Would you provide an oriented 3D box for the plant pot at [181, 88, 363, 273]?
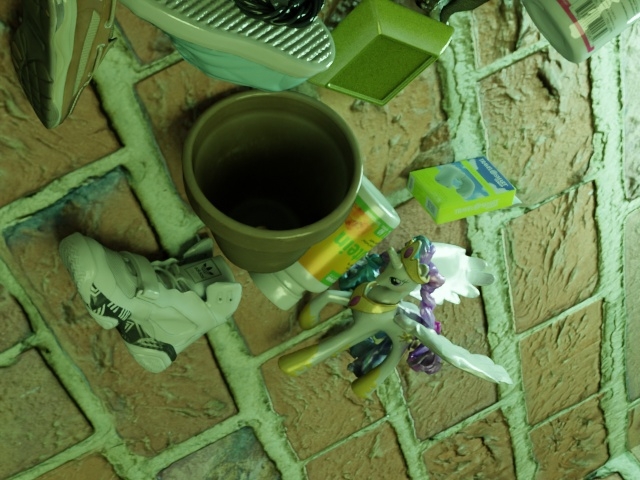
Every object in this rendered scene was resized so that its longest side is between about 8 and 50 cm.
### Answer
[{"bbox_3d":[-0.082,-0.062,1.823,0.263,0.263,0.229,-19,155,-19],"label":"plant pot"}]

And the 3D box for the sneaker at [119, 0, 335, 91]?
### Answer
[{"bbox_3d":[-0.163,-0.283,1.615,0.366,0.135,0.150,24,143,-31],"label":"sneaker"}]

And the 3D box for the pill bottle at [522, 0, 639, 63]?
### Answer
[{"bbox_3d":[0.468,-0.422,1.884,0.283,0.160,0.160,-36,141,2],"label":"pill bottle"}]

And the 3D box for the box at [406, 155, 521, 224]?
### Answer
[{"bbox_3d":[0.255,-0.091,2.107,0.178,0.109,0.042,-14,134,-24],"label":"box"}]

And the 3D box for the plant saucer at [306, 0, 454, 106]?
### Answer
[{"bbox_3d":[0.086,-0.272,1.816,0.188,0.045,0.188,12,139,-42],"label":"plant saucer"}]

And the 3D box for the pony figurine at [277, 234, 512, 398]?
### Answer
[{"bbox_3d":[0.150,0.145,2.182,0.351,0.302,0.363,23,130,-37],"label":"pony figurine"}]

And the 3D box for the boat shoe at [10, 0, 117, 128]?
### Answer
[{"bbox_3d":[-0.309,-0.249,1.505,0.116,0.123,0.324,-24,165,-26],"label":"boat shoe"}]

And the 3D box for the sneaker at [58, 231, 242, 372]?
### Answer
[{"bbox_3d":[-0.256,0.060,1.889,0.210,0.137,0.366,-33,146,-3],"label":"sneaker"}]

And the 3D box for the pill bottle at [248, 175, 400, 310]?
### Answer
[{"bbox_3d":[0.000,0.000,1.999,0.246,0.136,0.136,-42,140,9],"label":"pill bottle"}]

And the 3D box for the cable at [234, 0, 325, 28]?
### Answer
[{"bbox_3d":[-0.052,-0.355,1.609,0.185,0.150,0.047,3,158,-42],"label":"cable"}]

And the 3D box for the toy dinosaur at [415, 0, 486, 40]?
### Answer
[{"bbox_3d":[0.220,-0.403,1.764,0.160,0.121,0.313,-14,134,-4],"label":"toy dinosaur"}]
